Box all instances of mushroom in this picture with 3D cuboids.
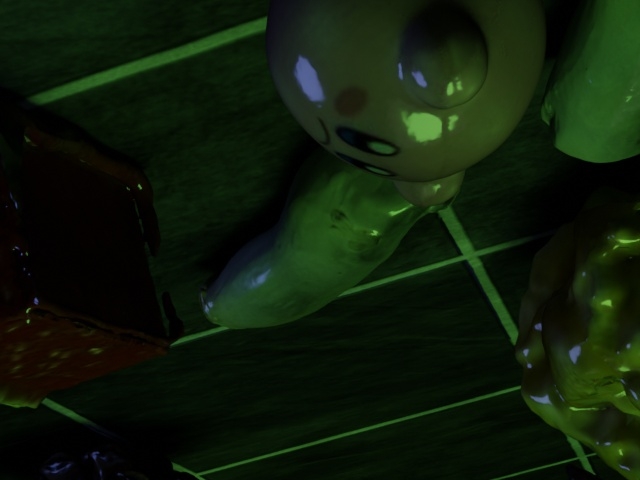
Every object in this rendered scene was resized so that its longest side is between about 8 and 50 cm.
[{"bbox_3d":[0.002,0.000,1.112,0.109,0.097,0.351,2,155,-27],"label":"mushroom"},{"bbox_3d":[0.203,-0.155,0.869,0.118,0.103,0.270,-17,146,-3],"label":"mushroom"}]

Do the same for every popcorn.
[{"bbox_3d":[0.343,0.111,1.216,0.349,0.381,0.349,6,155,3],"label":"popcorn"}]

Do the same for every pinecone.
[{"bbox_3d":[-0.256,0.373,1.638,0.298,0.242,0.296,-21,164,16],"label":"pinecone"}]

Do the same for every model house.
[{"bbox_3d":[-0.259,0.040,0.965,0.254,0.160,0.196,-26,159,17],"label":"model house"}]

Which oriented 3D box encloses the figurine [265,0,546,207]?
[{"bbox_3d":[0.051,-0.116,0.783,0.173,0.173,0.173,-10,156,-4],"label":"figurine"}]
